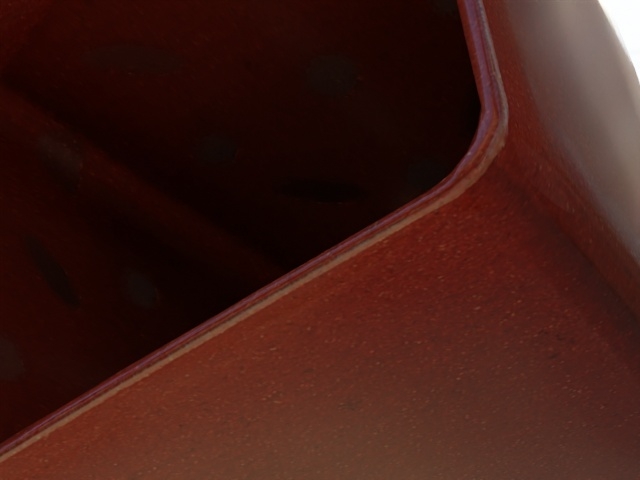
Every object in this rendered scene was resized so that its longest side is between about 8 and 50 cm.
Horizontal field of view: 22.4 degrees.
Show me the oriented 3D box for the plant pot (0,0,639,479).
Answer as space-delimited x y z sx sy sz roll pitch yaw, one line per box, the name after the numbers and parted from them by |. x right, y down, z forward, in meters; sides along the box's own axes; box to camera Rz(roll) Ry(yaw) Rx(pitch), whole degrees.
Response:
0.000 0.000 0.565 0.267 0.267 0.236 -31 -47 25 | plant pot
